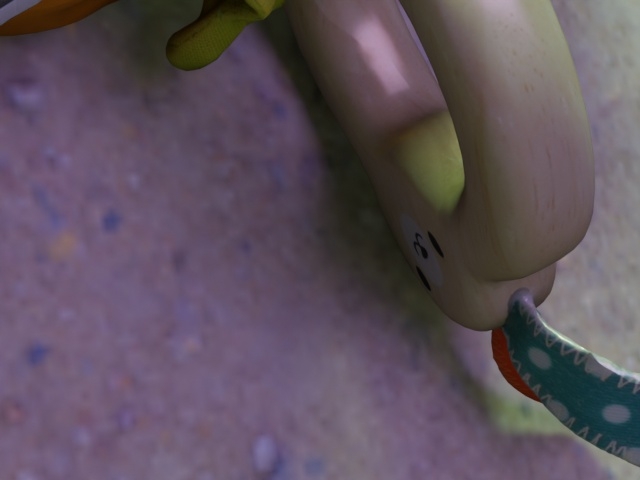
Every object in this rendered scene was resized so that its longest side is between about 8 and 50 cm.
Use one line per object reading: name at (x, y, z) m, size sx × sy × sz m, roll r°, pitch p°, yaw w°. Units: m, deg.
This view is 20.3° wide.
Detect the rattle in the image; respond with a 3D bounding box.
rattle at (0.000, 0.000, 0.424) m, size 0.142 × 0.130 × 0.200 m, roll -36°, pitch 127°, yaw -26°

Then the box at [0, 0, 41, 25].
box at (-0.015, -0.183, 0.355) m, size 0.290 × 0.087 × 0.169 m, roll -38°, pitch 133°, yaw -30°
